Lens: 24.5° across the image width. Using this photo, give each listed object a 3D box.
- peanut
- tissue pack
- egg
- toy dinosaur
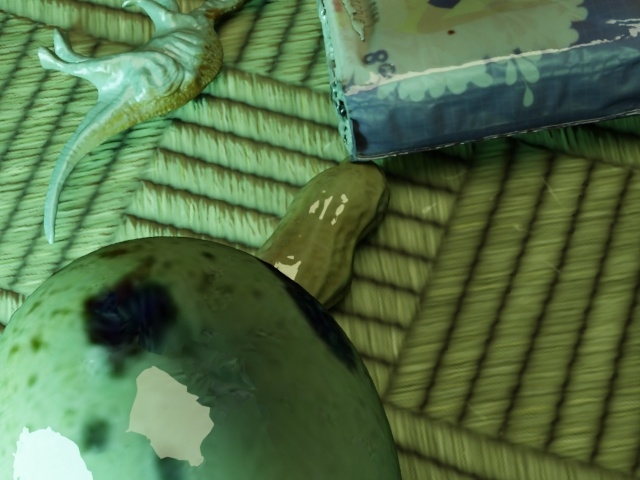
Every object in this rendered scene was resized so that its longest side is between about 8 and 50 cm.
[{"bbox_3d":[0.000,0.000,1.508,0.099,0.090,0.214,27,69,12],"label":"peanut"},{"bbox_3d":[0.175,-0.215,1.557,0.344,0.125,0.242,-10,44,2],"label":"tissue pack"},{"bbox_3d":[-0.105,0.197,1.271,0.345,0.345,0.428,-32,67,-10],"label":"egg"},{"bbox_3d":[-0.224,-0.174,1.632,0.206,0.092,0.392,15,56,8],"label":"toy dinosaur"}]
